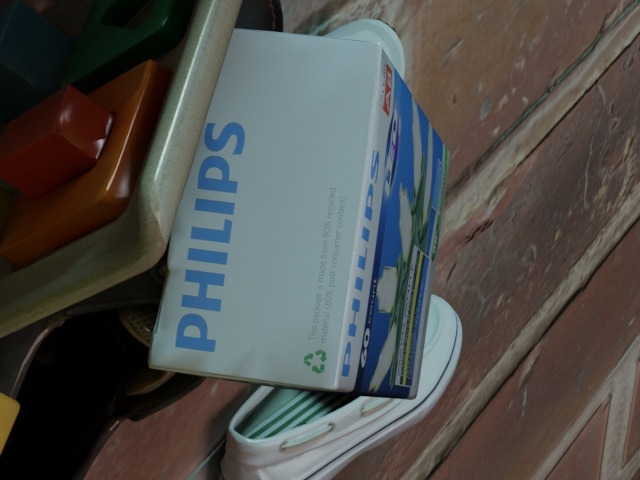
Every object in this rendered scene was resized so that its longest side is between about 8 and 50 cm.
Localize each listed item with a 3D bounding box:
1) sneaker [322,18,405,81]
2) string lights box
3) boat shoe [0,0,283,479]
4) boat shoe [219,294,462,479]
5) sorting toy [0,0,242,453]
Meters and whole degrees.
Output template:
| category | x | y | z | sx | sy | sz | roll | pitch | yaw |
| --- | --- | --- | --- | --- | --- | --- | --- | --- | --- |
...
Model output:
| category | x | y | z | sx | sy | sz | roll | pitch | yaw |
| --- | --- | --- | --- | --- | --- | --- | --- | --- | --- |
| sneaker | -0.011 | -0.072 | 0.915 | 0.190 | 0.071 | 0.083 | -48 | 158 | -35 |
| string lights box | 0.000 | 0.000 | 0.750 | 0.260 | 0.077 | 0.133 | 30 | 68 | -79 |
| boat shoe | -0.103 | 0.026 | 0.761 | 0.355 | 0.130 | 0.132 | -59 | 154 | -15 |
| boat shoe | 0.022 | 0.092 | 1.115 | 0.226 | 0.083 | 0.076 | -44 | 148 | -38 |
| sorting toy | -0.100 | -0.045 | 0.618 | 0.047 | 0.196 | 0.347 | 33 | 51 | -26 |
